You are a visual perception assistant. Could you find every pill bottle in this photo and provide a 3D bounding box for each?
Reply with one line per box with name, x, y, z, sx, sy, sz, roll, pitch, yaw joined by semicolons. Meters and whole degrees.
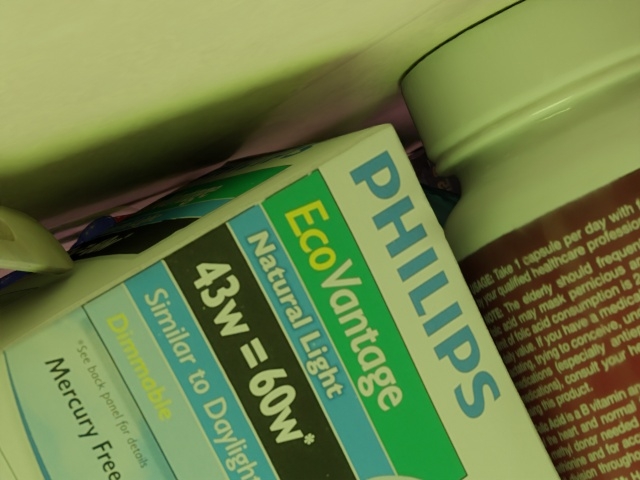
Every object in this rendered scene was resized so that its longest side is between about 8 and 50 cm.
pill bottle;0.212;0.042;1.183;0.224;0.392;0.224;-23;174;-3

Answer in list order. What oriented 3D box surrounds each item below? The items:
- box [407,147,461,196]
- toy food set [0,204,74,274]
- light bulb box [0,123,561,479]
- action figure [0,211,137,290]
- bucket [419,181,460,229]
box;0.189;0.000;1.471;0.183;0.231;0.056;-29;168;35
toy food set;-0.286;0.062;0.926;0.306;0.092;0.220;-24;173;8
light bulb box;-0.069;0.175;1.075;0.361;0.358;0.225;-32;-169;-26
action figure;-0.189;0.073;1.202;0.280;0.139;0.091;-18;171;-20
bucket;0.023;0.080;1.411;0.281;0.281;0.183;-26;164;19
